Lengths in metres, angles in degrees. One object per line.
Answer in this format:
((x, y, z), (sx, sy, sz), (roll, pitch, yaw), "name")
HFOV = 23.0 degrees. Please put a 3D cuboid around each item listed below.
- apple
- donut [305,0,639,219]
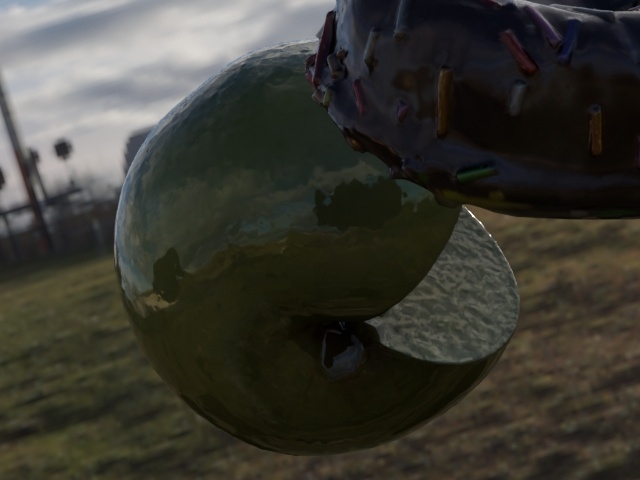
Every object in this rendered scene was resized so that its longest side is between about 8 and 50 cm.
((0.000, 0.000, 1.111), (0.292, 0.292, 0.254), (-18, 40, 2), "apple")
((0.108, -0.096, 0.752), (0.230, 0.096, 0.216), (13, 31, 8), "donut")
